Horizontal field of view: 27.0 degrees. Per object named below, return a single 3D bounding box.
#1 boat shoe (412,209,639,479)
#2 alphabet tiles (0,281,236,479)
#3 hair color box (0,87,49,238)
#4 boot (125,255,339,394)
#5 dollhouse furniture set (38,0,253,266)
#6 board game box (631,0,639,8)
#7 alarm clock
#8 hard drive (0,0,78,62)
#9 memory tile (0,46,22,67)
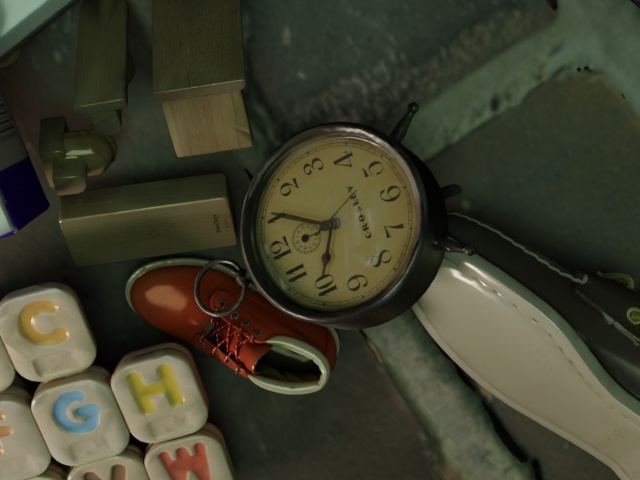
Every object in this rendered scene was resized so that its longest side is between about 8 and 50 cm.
[{"bbox_3d":[0.197,0.082,0.913,0.324,0.116,0.097,38,61,3],"label":"boat shoe"},{"bbox_3d":[-0.209,0.164,0.931,0.284,0.021,0.278,-15,120,1],"label":"alphabet tiles"},{"bbox_3d":[-0.361,-0.039,0.805,0.338,0.110,0.185,-20,99,4],"label":"hair color box"},{"bbox_3d":[-0.061,0.059,0.913,0.157,0.085,0.059,19,105,-4],"label":"boot"},{"bbox_3d":[-0.113,-0.085,0.903,0.144,0.123,0.151,-8,140,2],"label":"dollhouse furniture set"},{"bbox_3d":[0.269,-0.260,0.833,0.336,0.079,0.254,38,102,-9],"label":"board game box"},{"bbox_3d":[0.000,0.000,0.869,0.192,0.064,0.129,-24,72,16],"label":"alarm clock"},{"bbox_3d":[-0.180,-0.262,0.839,0.307,0.040,0.203,-37,99,7],"label":"hard drive"},{"bbox_3d":[-0.276,-0.165,0.888,0.148,0.012,0.113,-5,105,0],"label":"memory tile"}]
